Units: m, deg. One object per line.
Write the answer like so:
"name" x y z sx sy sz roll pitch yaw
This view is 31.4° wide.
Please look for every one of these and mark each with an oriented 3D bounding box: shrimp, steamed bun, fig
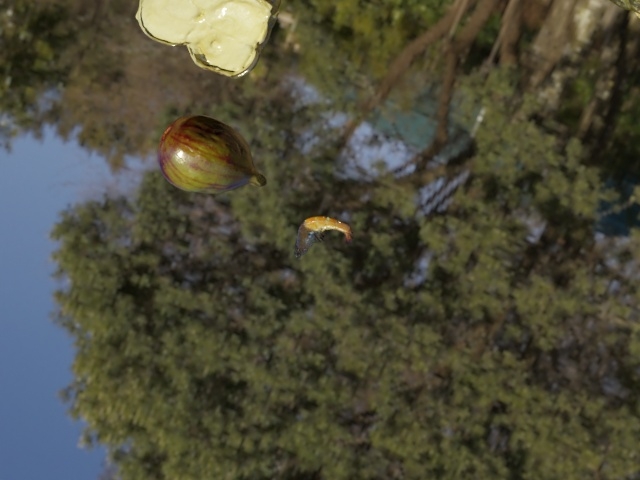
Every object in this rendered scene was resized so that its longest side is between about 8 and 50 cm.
"shrimp" 0.000 0.000 1.793 0.091 0.127 0.025 13 -122 -19
"steamed bun" -0.139 -0.331 1.519 0.177 0.192 0.106 21 -143 -9
"fig" -0.137 -0.103 1.495 0.154 0.103 0.109 29 -128 -18

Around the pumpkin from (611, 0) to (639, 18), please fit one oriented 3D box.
"pumpkin" 0.441 -0.354 1.447 0.219 0.162 0.219 6 -143 -4
